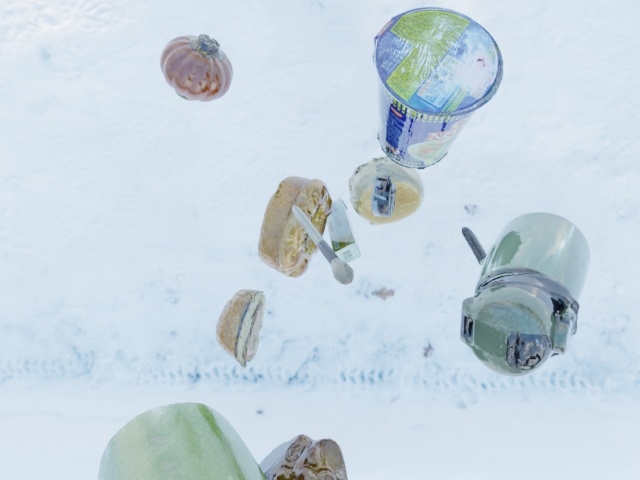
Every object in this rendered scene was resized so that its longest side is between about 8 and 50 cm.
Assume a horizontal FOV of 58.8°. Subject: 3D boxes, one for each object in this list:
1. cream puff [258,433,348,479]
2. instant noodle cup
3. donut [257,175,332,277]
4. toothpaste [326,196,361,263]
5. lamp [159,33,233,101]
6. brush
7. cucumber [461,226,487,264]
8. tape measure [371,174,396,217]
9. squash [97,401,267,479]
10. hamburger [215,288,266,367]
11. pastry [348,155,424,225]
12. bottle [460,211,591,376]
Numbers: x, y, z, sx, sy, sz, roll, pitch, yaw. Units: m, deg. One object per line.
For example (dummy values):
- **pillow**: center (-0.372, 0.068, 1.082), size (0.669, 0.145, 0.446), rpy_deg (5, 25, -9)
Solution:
- **cream puff**: center (-0.059, 0.494, 1.106), size (0.155, 0.269, 0.241), rpy_deg (40, 66, 1)
- **instant noodle cup**: center (0.244, -0.327, 1.334), size (0.284, 0.312, 0.284), rpy_deg (0, 69, -1)
- **donut**: center (-0.076, -0.044, 1.790), size (0.150, 0.317, 0.299), rpy_deg (18, 152, 19)
- **toothpaste**: center (0.070, -0.035, 1.951), size (0.089, 0.312, 0.071), rpy_deg (-27, 121, 10)
- **lamp**: center (-0.372, -0.519, 1.712), size (0.223, 0.223, 0.196), rpy_deg (34, 125, -3)
- **brush**: center (0.000, 0.000, 1.275), size (0.042, 0.299, 0.039), rpy_deg (-44, 133, 9)
- **cucumber**: center (0.411, 0.010, 1.519), size (0.032, 0.133, 0.032), rpy_deg (-10, 136, -10)
- **tape measure**: center (0.152, -0.103, 1.361), size (0.054, 0.091, 0.094), rpy_deg (6, 76, 19)
- **squash**: center (-0.188, 0.454, 0.877), size (0.263, 0.384, 0.262), rpy_deg (-7, 106, -25)
- **hamburger**: center (-0.193, 0.188, 1.269), size (0.102, 0.087, 0.175), rpy_deg (13, 100, 20)
- **pastry**: center (0.216, -0.166, 1.891), size (0.265, 0.133, 0.264), rpy_deg (-3, 142, -2)
- **bottle**: center (0.334, 0.083, 0.920), size (0.169, 0.347, 0.168), rpy_deg (13, 119, 25)
